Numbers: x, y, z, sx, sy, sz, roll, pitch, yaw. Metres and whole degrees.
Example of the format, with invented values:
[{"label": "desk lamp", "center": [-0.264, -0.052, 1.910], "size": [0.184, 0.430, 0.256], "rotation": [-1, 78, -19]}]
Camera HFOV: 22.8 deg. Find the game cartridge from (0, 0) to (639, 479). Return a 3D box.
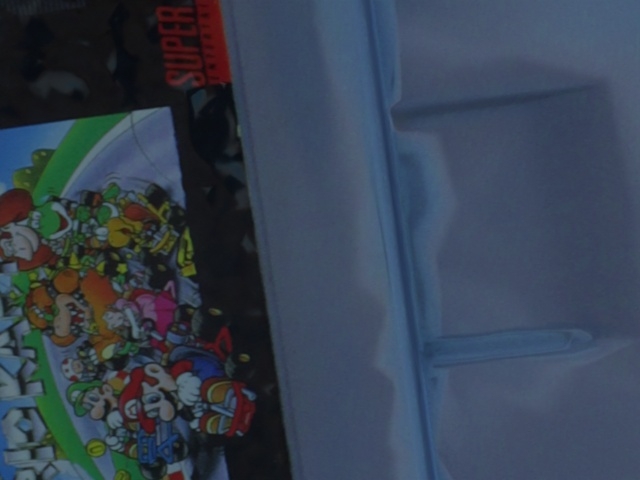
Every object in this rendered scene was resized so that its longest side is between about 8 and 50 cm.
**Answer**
[{"label": "game cartridge", "center": [0.000, 0.000, 0.440], "size": [0.068, 0.230, 0.355], "rotation": [-76, 158, -81]}]
